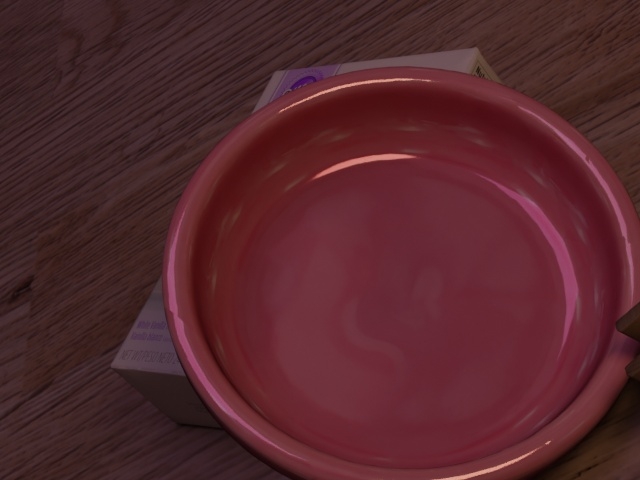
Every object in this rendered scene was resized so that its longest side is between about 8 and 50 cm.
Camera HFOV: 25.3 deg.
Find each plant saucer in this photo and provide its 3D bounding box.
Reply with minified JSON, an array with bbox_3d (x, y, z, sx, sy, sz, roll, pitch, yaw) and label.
[{"bbox_3d":[0.058,0.033,0.998,0.332,0.084,0.332,0,62,1],"label":"plant saucer"}]

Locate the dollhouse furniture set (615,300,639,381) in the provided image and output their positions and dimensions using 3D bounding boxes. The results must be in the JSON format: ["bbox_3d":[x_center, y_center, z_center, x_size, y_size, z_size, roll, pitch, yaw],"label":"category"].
[{"bbox_3d":[0.314,0.091,0.797,0.242,0.161,0.212,-47,29,35],"label":"dollhouse furniture set"}]

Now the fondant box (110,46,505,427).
[{"bbox_3d":[0.000,0.000,1.185,0.238,0.096,0.330,0,52,43],"label":"fondant box"}]
